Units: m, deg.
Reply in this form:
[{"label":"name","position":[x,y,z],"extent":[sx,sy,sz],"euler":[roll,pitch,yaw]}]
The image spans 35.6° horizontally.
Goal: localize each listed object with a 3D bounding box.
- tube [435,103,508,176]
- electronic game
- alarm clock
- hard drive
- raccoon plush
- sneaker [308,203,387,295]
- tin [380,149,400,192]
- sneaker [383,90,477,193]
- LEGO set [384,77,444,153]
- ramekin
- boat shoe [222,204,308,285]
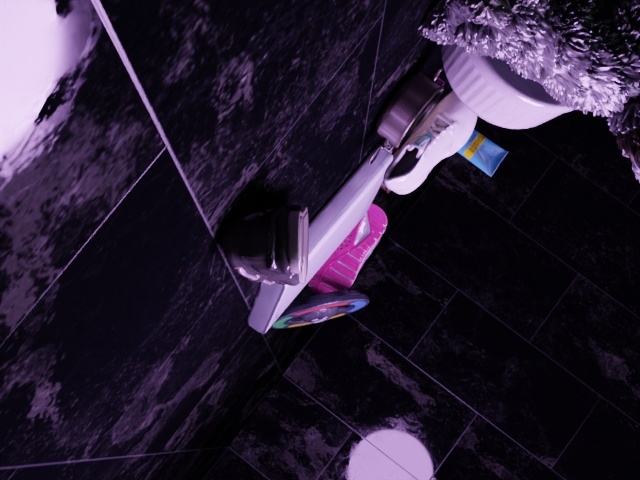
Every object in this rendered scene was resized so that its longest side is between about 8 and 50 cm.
[{"label":"tube","position":[0.255,-0.203,1.890],"extent":[0.080,0.207,0.052],"euler":[-51,174,-31]},{"label":"electronic game","position":[-0.004,0.157,2.207],"extent":[0.229,0.048,0.229],"euler":[-13,168,-3]},{"label":"alarm clock","position":[0.135,-0.205,1.672],"extent":[0.192,0.064,0.129],"euler":[-55,174,-7]},{"label":"hard drive","position":[0.000,0.000,1.881],"extent":[0.353,0.047,0.233],"euler":[-49,172,-30]},{"label":"raccoon plush","position":[0.352,-0.238,1.425],"extent":[0.299,0.447,0.216],"euler":[-22,165,-27]},{"label":"sneaker","position":[0.068,0.022,2.231],"extent":[0.252,0.103,0.111],"euler":[-51,177,15]},{"label":"tin","position":[0.171,-0.165,2.260],"extent":[0.106,0.040,0.190],"euler":[-57,174,-5]},{"label":"sneaker","position":[0.183,-0.166,1.668],"extent":[0.212,0.080,0.094],"euler":[-52,162,9]},{"label":"LEGO set","position":[0.193,-0.203,1.994],"extent":[0.227,0.087,0.093],"euler":[-50,173,-16]},{"label":"ramekin","position":[0.323,-0.308,1.644],"extent":[0.273,0.273,0.127],"euler":[-49,-176,-34]},{"label":"boat shoe","position":[-0.066,0.004,1.343],"extent":[0.335,0.095,0.112],"euler":[71,21,-86]}]
